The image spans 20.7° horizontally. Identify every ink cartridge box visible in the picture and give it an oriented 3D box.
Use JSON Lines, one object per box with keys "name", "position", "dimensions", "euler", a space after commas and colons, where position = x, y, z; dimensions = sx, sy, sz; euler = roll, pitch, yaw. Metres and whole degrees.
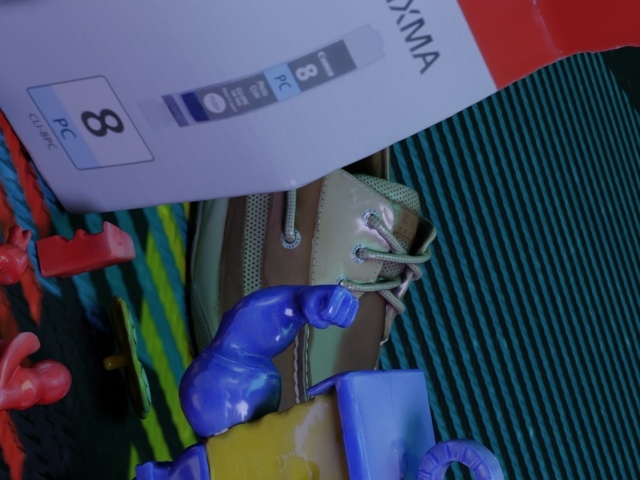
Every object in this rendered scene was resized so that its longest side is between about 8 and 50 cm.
{"name": "ink cartridge box", "position": [-0.021, -0.166, 0.709], "dimensions": [0.091, 0.385, 0.308], "euler": [-56, 129, -41]}

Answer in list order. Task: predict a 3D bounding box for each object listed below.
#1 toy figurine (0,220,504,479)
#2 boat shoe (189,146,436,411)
{"name": "toy figurine", "position": [-0.026, 0.145, 0.730], "dimensions": [0.191, 0.217, 0.363], "euler": [15, 63, -63]}
{"name": "boat shoe", "position": [0.000, 0.000, 0.990], "dimensions": [0.123, 0.116, 0.324], "euler": [22, 57, -61]}
